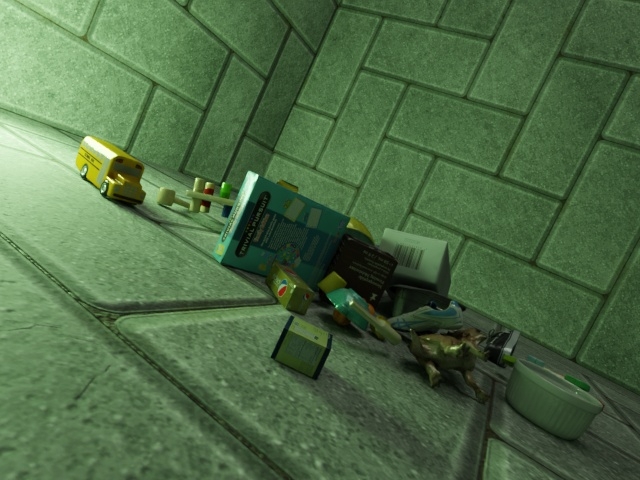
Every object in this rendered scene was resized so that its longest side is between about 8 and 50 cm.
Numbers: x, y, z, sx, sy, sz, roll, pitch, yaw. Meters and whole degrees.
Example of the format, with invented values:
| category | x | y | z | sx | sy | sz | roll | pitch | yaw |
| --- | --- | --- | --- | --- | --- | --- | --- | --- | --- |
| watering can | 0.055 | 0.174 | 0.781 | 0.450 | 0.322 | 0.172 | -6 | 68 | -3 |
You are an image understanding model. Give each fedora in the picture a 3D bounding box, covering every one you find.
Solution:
| category | x | y | z | sx | sy | sz | roll | pitch | yaw |
| --- | --- | --- | --- | --- | --- | --- | --- | --- | --- |
| fedora | 0.341 | 0.241 | 1.399 | 0.243 | 0.125 | 0.275 | 25 | -9 | -27 |

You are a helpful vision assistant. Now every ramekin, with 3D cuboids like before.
| category | x | y | z | sx | sy | sz | roll | pitch | yaw |
| --- | --- | --- | --- | --- | --- | --- | --- | --- | --- |
| ramekin | 0.569 | 0.397 | 1.028 | 0.207 | 0.109 | 0.207 | 25 | 4 | -2 |

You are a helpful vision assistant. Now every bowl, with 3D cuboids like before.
| category | x | y | z | sx | sy | sz | roll | pitch | yaw |
| --- | --- | --- | --- | --- | --- | --- | --- | --- | --- |
| bowl | 0.048 | -0.008 | 1.469 | 0.289 | 0.289 | 0.156 | 23 | 44 | -25 |

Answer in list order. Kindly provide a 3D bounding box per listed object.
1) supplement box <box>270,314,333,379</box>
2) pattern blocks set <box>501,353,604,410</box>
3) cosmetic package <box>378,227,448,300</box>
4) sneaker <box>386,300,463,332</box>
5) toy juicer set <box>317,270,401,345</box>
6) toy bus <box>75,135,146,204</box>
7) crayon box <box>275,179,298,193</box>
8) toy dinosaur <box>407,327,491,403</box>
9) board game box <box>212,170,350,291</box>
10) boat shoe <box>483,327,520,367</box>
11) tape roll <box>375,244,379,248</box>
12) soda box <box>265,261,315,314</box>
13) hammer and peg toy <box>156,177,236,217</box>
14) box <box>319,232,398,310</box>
| category | x | y | z | sx | sy | sz | roll | pitch | yaw |
| --- | --- | --- | --- | --- | --- | --- | --- | --- | --- |
| supplement box | -0.029 | 0.176 | 0.689 | 0.083 | 0.056 | 0.083 | 25 | 5 | 2 |
| pattern blocks set | 0.699 | 0.425 | 1.252 | 0.285 | 0.026 | 0.325 | 27 | -14 | 20 |
| cosmetic package | 0.368 | 0.133 | 1.585 | 0.229 | 0.162 | 0.453 | 15 | -18 | 23 |
| sneaker | 0.293 | 0.221 | 1.182 | 0.237 | 0.086 | 0.085 | -16 | -21 | 37 |
| toy juicer set | 0.096 | 0.197 | 1.035 | 0.209 | 0.089 | 0.329 | 43 | -1 | -11 |
| toy bus | -0.665 | -0.224 | 1.313 | 0.332 | 0.130 | 0.108 | 29 | 6 | 38 |
| crayon box | -0.156 | -0.112 | 1.502 | 0.083 | 0.203 | 0.323 | 24 | 8 | -6 |
| toy dinosaur | 0.292 | 0.265 | 0.988 | 0.295 | 0.127 | 0.200 | 19 | 7 | -22 |
| board game box | -0.103 | -0.016 | 1.189 | 0.335 | 0.254 | 0.079 | 22 | 5 | -36 |
| boat shoe | 0.697 | 0.404 | 1.598 | 0.104 | 0.113 | 0.306 | 21 | 18 | 30 |
| tape roll | 0.211 | 0.104 | 1.862 | 0.188 | 0.189 | 0.080 | 28 | 5 | 28 |
| soda box | -0.081 | 0.116 | 1.032 | 0.058 | 0.061 | 0.181 | 22 | 6 | -26 |
| hammer and peg toy | -0.412 | -0.161 | 1.574 | 0.360 | 0.128 | 0.266 | 13 | 2 | -4 |
| box | 0.111 | 0.106 | 1.266 | 0.168 | 0.203 | 0.167 | 24 | 5 | -4 |
